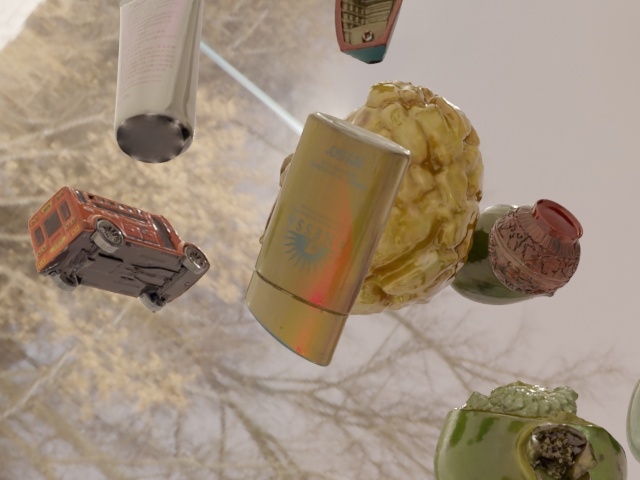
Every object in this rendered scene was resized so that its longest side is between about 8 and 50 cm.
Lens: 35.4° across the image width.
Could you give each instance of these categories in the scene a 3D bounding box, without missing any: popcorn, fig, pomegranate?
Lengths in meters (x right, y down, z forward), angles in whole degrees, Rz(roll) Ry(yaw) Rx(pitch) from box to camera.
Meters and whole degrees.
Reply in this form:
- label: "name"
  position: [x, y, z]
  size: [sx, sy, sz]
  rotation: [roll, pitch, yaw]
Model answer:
- label: "popcorn"
  position: [0.113, -0.058, 1.683]
  size: [0.390, 0.354, 0.344]
  rotation: [-36, 161, 17]
- label: "fig"
  position: [0.345, 0.044, 1.884]
  size: [0.203, 0.225, 0.203]
  rotation: [-39, 152, -26]
- label: "pomegranate"
  position: [0.282, 0.306, 1.337]
  size: [0.260, 0.260, 0.341]
  rotation: [-54, 169, -10]

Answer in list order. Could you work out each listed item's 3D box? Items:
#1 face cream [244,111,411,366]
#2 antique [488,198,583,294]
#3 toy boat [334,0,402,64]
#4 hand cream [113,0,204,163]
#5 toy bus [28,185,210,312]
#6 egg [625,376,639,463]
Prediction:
- label: "face cream"
  position: [0.000, 0.000, 1.214]
  size: [0.067, 0.139, 0.285]
  rotation: [-15, 128, -63]
- label: "antique"
  position: [0.225, 0.010, 1.063]
  size: [0.104, 0.104, 0.104]
  rotation: [-48, -167, 15]
- label: "toy boat"
  position: [0.101, -0.479, 1.715]
  size: [0.136, 0.079, 0.392]
  rotation: [-4, -117, 26]
- label: "hand cream"
  position: [-0.255, -0.289, 1.583]
  size: [0.185, 0.118, 0.359]
  rotation: [-21, -127, 26]
- label: "toy bus"
  position: [-0.358, 0.016, 1.820]
  size: [0.143, 0.329, 0.153]
  rotation: [-41, -123, 21]
- label: "egg"
  position: [0.669, 0.314, 1.865]
  size: [0.183, 0.182, 0.264]
  rotation: [-90, -157, -70]
